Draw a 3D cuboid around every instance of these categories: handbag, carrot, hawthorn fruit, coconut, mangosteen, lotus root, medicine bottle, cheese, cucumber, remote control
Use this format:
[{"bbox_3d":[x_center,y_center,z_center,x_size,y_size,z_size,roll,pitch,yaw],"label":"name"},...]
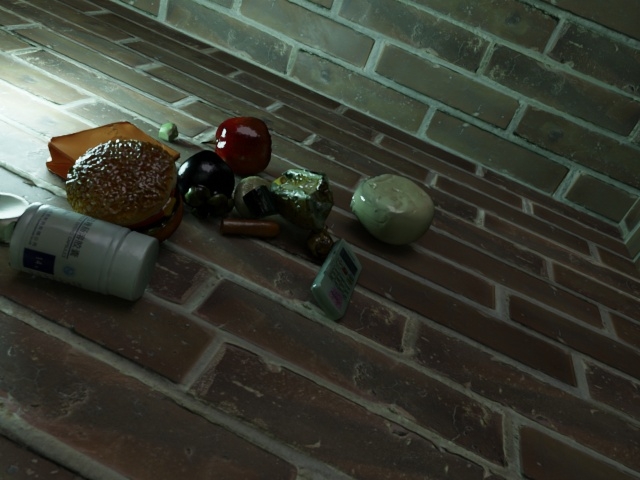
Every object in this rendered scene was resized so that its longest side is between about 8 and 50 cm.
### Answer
[{"bbox_3d":[-0.752,-0.298,1.945,0.304,0.116,0.410,33,33,12],"label":"handbag"},{"bbox_3d":[-0.248,-0.045,1.914,0.225,0.067,0.067,2,36,-27],"label":"carrot"},{"bbox_3d":[-0.356,-0.405,2.255,0.301,0.254,0.254,2,34,-10],"label":"hawthorn fruit"},{"bbox_3d":[-0.658,-0.472,2.308,0.081,0.082,0.083,17,6,1],"label":"coconut"},{"bbox_3d":[-0.413,-0.197,1.919,0.243,0.242,0.243,16,31,-10],"label":"mangosteen"},{"bbox_3d":[0.000,0.000,1.988,0.108,0.094,0.190,37,18,-17],"label":"lotus root"},{"bbox_3d":[-0.622,0.034,1.423,0.332,0.189,0.190,17,31,-9],"label":"medicine bottle"},{"bbox_3d":[-0.940,-0.093,1.531,0.286,0.082,0.163,33,31,22],"label":"cheese"},{"bbox_3d":[-0.211,-0.138,1.940,0.116,0.062,0.115,-26,88,-46],"label":"cucumber"},{"bbox_3d":[0.060,0.125,1.799,0.145,0.050,0.344,56,27,-15],"label":"remote control"}]

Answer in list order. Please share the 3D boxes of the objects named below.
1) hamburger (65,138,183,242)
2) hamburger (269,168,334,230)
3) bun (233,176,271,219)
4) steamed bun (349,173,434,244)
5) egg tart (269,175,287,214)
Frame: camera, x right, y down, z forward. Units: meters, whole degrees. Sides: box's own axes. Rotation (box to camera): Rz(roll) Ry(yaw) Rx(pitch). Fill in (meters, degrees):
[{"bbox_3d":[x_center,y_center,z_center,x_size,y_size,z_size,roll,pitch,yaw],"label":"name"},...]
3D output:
[{"bbox_3d":[-0.583,-0.141,1.606,0.330,0.250,0.329,4,47,-4],"label":"hamburger"},{"bbox_3d":[-0.056,-0.146,1.974,0.168,0.192,0.288,-38,34,-28],"label":"hamburger"},{"bbox_3d":[-0.257,-0.159,2.030,0.164,0.111,0.188,28,50,-24],"label":"bun"},{"bbox_3d":[0.300,-0.107,2.212,0.334,0.232,0.312,-13,47,-32],"label":"steamed bun"},{"bbox_3d":[-0.112,-0.186,2.186,0.288,0.118,0.288,13,31,-8],"label":"egg tart"}]
